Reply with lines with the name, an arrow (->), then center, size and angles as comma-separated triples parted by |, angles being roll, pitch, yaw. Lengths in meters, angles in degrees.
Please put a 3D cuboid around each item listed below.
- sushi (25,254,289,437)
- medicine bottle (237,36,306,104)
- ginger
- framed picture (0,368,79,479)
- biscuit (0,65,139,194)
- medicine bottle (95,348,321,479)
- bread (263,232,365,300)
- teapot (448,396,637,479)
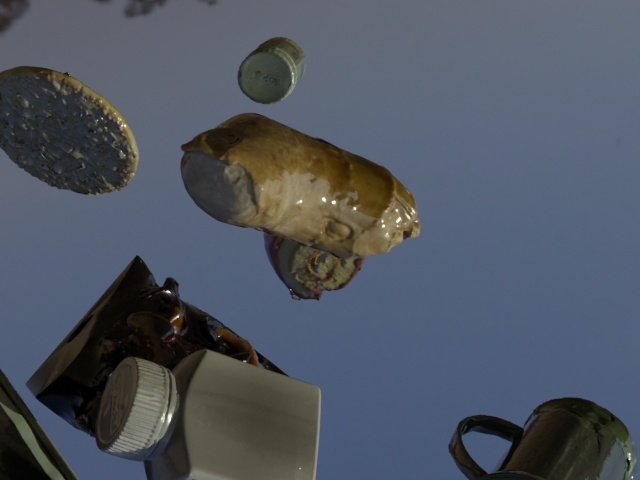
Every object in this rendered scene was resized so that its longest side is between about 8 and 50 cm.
sushi -> -0.185, 0.177, 1.693 | 0.215, 0.227, 0.212 | -50, -161, -8
medicine bottle -> -0.039, -0.140, 1.162 | 0.047, 0.047, 0.083 | -9, -166, 9
ginger -> -0.017, -0.035, 0.901 | 0.190, 0.069, 0.095 | 19, -172, -37
framed picture -> -0.374, 0.203, 1.520 | 0.231, 0.018, 0.293 | 21, -162, -49
biscuit -> -0.227, -0.095, 1.237 | 0.152, 0.152, 0.020 | -2, -134, 28
medicine bottle -> -0.100, 0.173, 1.282 | 0.188, 0.132, 0.088 | 21, 146, -24
bread -> -0.013, -0.003, 2.547 | 0.190, 0.244, 0.123 | 15, -130, -6
teapot -> 0.315, 0.348, 2.073 | 0.270, 0.200, 0.337 | 32, -152, 15
